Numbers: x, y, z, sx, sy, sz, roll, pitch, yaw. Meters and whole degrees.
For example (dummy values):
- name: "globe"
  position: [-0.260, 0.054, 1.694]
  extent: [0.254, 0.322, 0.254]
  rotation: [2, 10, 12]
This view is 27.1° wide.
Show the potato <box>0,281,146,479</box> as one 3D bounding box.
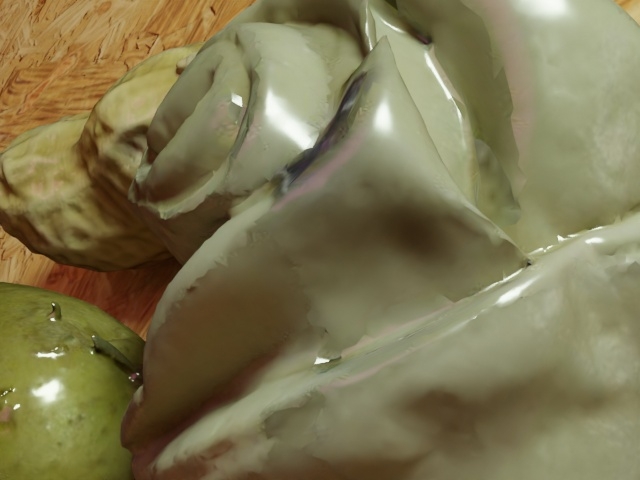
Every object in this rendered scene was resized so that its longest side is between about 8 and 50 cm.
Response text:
- name: "potato"
  position: [-0.243, 0.154, 0.884]
  extent: [0.359, 0.219, 0.270]
  rotation: [-9, 55, 51]

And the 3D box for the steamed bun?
- name: "steamed bun"
  position: [0.027, -0.001, 0.687]
  extent: [0.342, 0.255, 0.368]
  rotation: [7, 65, 55]

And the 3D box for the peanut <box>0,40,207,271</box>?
- name: "peanut"
  position: [-0.129, -0.060, 1.009]
  extent: [0.325, 0.153, 0.140]
  rotation: [-17, 62, 31]
